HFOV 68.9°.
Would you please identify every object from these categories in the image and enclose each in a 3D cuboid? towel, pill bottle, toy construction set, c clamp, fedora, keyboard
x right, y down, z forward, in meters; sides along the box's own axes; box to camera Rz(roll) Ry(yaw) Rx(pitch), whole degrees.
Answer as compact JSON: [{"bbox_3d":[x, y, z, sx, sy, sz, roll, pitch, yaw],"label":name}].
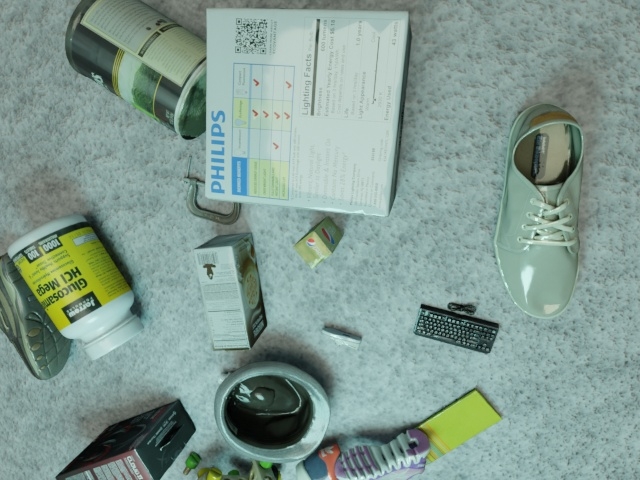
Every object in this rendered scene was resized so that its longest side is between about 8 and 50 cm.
[{"bbox_3d":[0.314,0.460,1.142,0.237,0.021,0.102,-40,96,17],"label":"towel"},{"bbox_3d":[-0.589,0.118,1.155,0.188,0.188,0.333,-29,96,16],"label":"pill bottle"},{"bbox_3d":[-0.228,0.647,1.162,0.258,0.309,0.237,32,102,-6],"label":"toy construction set"},{"bbox_3d":[-0.263,-0.111,1.122,0.161,0.022,0.137,21,106,6],"label":"c clamp"},{"bbox_3d":[-0.223,0.370,1.215,0.083,0.043,0.043,17,106,7],"label":"pill bottle"},{"bbox_3d":[-0.121,0.401,1.145,0.276,0.124,0.243,14,94,-9],"label":"fedora"},{"bbox_3d":[0.314,0.194,1.077,0.180,0.023,0.108,14,105,7],"label":"keyboard"}]

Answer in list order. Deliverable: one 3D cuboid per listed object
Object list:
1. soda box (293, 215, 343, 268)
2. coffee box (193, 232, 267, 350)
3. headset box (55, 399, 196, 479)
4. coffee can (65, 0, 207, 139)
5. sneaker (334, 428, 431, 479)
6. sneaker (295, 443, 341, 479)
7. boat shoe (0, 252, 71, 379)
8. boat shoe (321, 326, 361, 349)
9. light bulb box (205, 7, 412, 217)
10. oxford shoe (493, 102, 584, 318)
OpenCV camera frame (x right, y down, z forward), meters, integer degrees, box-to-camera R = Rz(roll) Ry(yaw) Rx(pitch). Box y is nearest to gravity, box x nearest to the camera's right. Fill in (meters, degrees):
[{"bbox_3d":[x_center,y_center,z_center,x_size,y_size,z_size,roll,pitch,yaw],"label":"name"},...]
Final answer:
[{"bbox_3d":[0.000,0.000,1.011,0.058,0.181,0.061,-38,94,17],"label":"soda box"},{"bbox_3d":[-0.208,0.118,1.104,0.098,0.141,0.246,-5,103,12],"label":"coffee box"},{"bbox_3d":[-0.487,0.551,1.220,0.293,0.218,0.110,-24,97,17],"label":"headset box"},{"bbox_3d":[-0.349,-0.370,0.985,0.276,0.201,0.201,32,107,3],"label":"coffee can"},{"bbox_3d":[0.154,0.543,1.118,0.237,0.095,0.104,-14,116,-5],"label":"sneaker"},{"bbox_3d":[0.090,0.667,1.186,0.148,0.131,0.350,-37,104,-5],"label":"sneaker"},{"bbox_3d":[-0.789,0.202,1.261,0.130,0.132,0.355,-14,91,24],"label":"boat shoe"},{"bbox_3d":[0.048,0.241,1.136,0.100,0.035,0.035,16,103,1],"label":"boat shoe"},{"bbox_3d":[-0.018,-0.252,0.933,0.362,0.225,0.357,7,105,11],"label":"light bulb box"},{"bbox_3d":[0.445,-0.046,0.940,0.169,0.130,0.448,-2,104,10],"label":"oxford shoe"}]
